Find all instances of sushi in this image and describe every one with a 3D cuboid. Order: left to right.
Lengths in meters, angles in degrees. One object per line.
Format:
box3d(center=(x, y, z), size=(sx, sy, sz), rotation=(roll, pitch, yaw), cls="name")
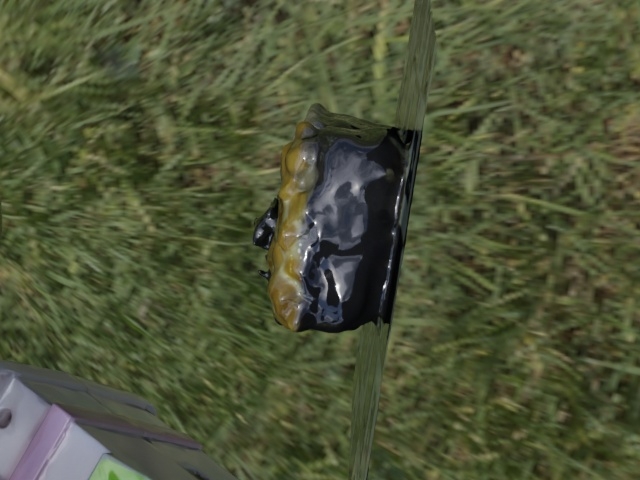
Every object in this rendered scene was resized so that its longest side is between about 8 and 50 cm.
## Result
box3d(center=(0.000, 0.000, 0.678), size=(0.050, 0.215, 0.192), rotation=(9, 106, 0), cls="sushi")

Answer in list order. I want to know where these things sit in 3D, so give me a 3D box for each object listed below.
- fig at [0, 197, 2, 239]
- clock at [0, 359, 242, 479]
box3d(center=(-0.341, -0.023, 1.442), size=(0.195, 0.245, 0.195), rotation=(0, 65, 0), cls="fig")
box3d(center=(-0.064, 0.235, 0.799), size=(0.309, 0.166, 0.235), rotation=(33, 95, 32), cls="clock")
